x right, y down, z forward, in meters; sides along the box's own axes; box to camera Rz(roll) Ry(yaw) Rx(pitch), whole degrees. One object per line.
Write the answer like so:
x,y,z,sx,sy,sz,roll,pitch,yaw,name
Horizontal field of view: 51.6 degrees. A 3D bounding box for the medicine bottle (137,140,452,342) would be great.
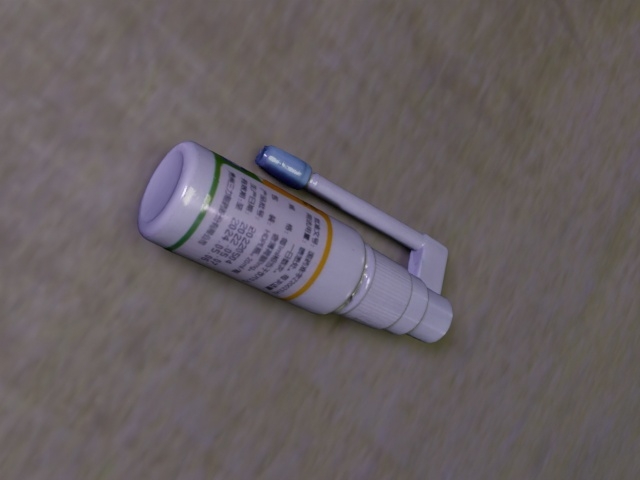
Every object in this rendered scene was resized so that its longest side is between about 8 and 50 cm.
0.000,0.000,0.422,0.220,0.061,0.092,28,62,-31,medicine bottle
